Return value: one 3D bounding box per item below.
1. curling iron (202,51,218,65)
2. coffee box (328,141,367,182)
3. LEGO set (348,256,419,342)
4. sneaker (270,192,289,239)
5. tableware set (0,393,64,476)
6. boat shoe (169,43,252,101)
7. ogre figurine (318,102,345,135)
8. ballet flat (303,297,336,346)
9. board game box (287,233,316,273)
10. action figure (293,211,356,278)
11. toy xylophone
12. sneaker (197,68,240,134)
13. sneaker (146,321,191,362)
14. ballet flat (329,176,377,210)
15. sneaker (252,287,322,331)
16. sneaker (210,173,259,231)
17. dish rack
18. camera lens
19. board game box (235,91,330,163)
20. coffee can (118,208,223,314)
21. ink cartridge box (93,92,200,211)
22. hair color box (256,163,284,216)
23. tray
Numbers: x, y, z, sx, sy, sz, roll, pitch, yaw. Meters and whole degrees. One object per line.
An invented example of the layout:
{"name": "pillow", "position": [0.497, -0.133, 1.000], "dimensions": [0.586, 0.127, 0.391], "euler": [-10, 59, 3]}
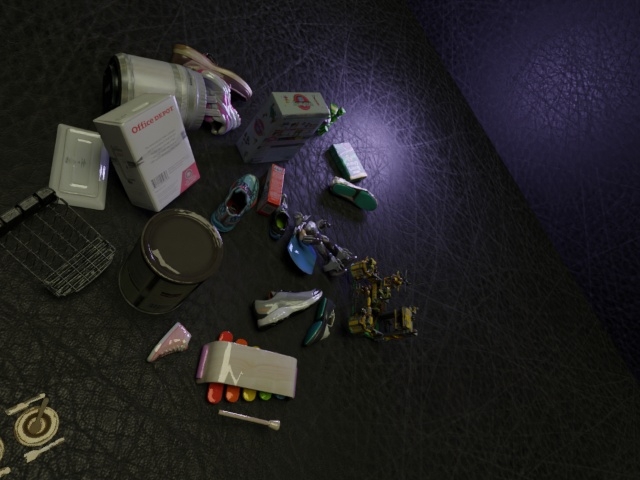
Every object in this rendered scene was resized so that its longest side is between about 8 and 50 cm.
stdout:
{"name": "curling iron", "position": [-0.464, -0.632, 1.655], "dimensions": [0.068, 0.035, 0.273], "euler": [32, 51, -19]}
{"name": "coffee box", "position": [0.122, -0.346, 1.924], "dimensions": [0.113, 0.040, 0.184], "euler": [-17, 77, -41]}
{"name": "LEGO set", "position": [0.241, 0.213, 1.569], "dimensions": [0.255, 0.192, 0.331], "euler": [43, 42, -36]}
{"name": "sneaker", "position": [-0.138, -0.094, 1.573], "dimensions": [0.067, 0.078, 0.188], "euler": [21, 55, -26]}
{"name": "tableware set", "position": [-0.670, 0.426, 0.930], "dimensions": [0.194, 0.039, 0.128], "euler": [-23, 81, -41]}
{"name": "boat shoe", "position": [-0.408, -0.587, 1.615], "dimensions": [0.342, 0.123, 0.123], "euler": [19, 87, -51]}
{"name": "ogre figurine", "position": [0.009, -0.525, 1.888], "dimensions": [0.097, 0.118, 0.197], "euler": [44, 47, -3]}
{"name": "ballet flat", "position": [0.008, 0.288, 1.482], "dimensions": [0.074, 0.074, 0.203], "euler": [37, 48, -14]}
{"name": "board game box", "position": [-0.076, 0.051, 1.564], "dimensions": [0.133, 0.033, 0.168], "euler": [48, 28, -20]}
{"name": "action figure", "position": [0.000, 0.000, 1.605], "dimensions": [0.285, 0.099, 0.185], "euler": [49, 37, -11]}
{"name": "toy xylophone", "position": [-0.202, 0.407, 1.253], "dimensions": [0.323, 0.081, 0.236], "euler": [29, 52, -21]}
{"name": "sneaker", "position": [-0.375, -0.478, 1.533], "dimensions": [0.111, 0.103, 0.252], "euler": [-58, 144, -31]}
{"name": "sneaker", "position": [-0.407, 0.292, 1.186], "dimensions": [0.070, 0.051, 0.134], "euler": [41, 45, -4]}
{"name": "ballet flat", "position": [0.143, -0.207, 1.841], "dimensions": [0.241, 0.091, 0.077], "euler": [27, 31, -27]}
{"name": "sneaker", "position": [-0.103, 0.200, 1.430], "dimensions": [0.272, 0.100, 0.107], "euler": [-17, 72, -40]}
{"name": "sneaker", "position": [-0.265, -0.142, 1.475], "dimensions": [0.104, 0.125, 0.261], "euler": [36, 50, -16]}
{"name": "dish rack", "position": [-0.688, 0.007, 1.118], "dimensions": [0.271, 0.074, 0.208], "euler": [46, 54, -11]}
{"name": "camera lens", "position": [-0.534, -0.463, 1.389], "dimensions": [0.275, 0.219, 0.219], "euler": [-3, 68, -37]}
{"name": "board game box", "position": [-0.141, -0.407, 1.588], "dimensions": [0.224, 0.303, 0.097], "euler": [-16, 76, -41]}
{"name": "coffee can", "position": [-0.407, 0.064, 1.159], "dimensions": [0.202, 0.275, 0.201], "euler": [17, 57, -29]}
{"name": "ink cartridge box", "position": [-0.493, -0.261, 1.270], "dimensions": [0.117, 0.282, 0.207], "euler": [15, 44, 24]}
{"name": "hair color box", "position": [-0.182, -0.183, 1.580], "dimensions": [0.054, 0.093, 0.167], "euler": [22, 54, -26]}
{"name": "tray", "position": [-0.699, -0.223, 1.267], "dimensions": [0.145, 0.030, 0.270], "euler": [8, 62, -32]}
